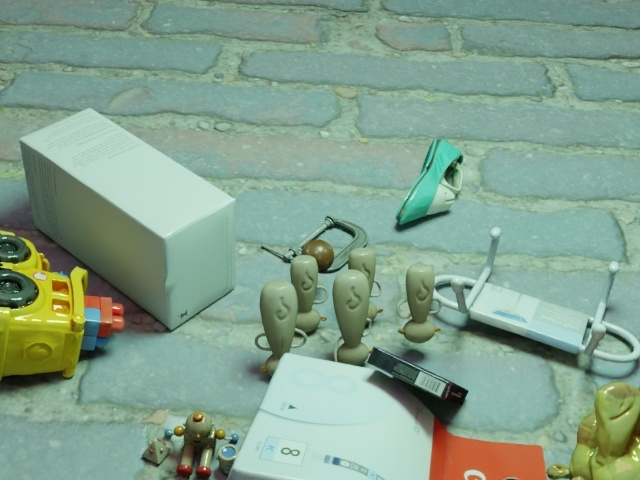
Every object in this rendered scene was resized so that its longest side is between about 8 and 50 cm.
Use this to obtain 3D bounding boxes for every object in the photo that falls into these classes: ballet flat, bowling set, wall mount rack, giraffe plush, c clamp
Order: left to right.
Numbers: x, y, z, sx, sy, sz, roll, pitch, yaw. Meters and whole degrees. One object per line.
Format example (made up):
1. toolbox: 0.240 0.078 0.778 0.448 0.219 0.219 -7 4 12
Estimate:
1. c clamp: 0.000 0.000 1.618 0.137 0.022 0.160 32 47 30
2. bowling set: 0.032 0.096 1.440 0.287 0.154 0.200 -5 22 -8
3. ballet flat: 0.216 -0.104 1.720 0.087 0.083 0.247 26 45 5
4. wall mount rack: 0.326 0.091 1.413 0.350 0.130 0.304 17 25 16
5. giraffe plush: 0.387 0.279 1.187 0.181 0.170 0.210 29 81 -1

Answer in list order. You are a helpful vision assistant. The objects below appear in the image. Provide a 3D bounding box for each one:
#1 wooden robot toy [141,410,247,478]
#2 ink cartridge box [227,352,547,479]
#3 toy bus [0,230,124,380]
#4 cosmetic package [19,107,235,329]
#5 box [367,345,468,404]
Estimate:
1. wooden robot toy: -0.155 0.266 1.238 0.173 0.079 0.076 3 39 0
2. ink cartridge box: 0.103 0.272 1.165 0.385 0.091 0.308 8 19 7
3. toy bus: -0.406 0.097 1.388 0.211 0.149 0.220 4 35 -21
4. cosmetic package: -0.315 -0.043 1.511 0.365 0.197 0.155 32 46 28
5. box: 0.140 0.193 1.307 0.116 0.162 0.029 24 87 23
